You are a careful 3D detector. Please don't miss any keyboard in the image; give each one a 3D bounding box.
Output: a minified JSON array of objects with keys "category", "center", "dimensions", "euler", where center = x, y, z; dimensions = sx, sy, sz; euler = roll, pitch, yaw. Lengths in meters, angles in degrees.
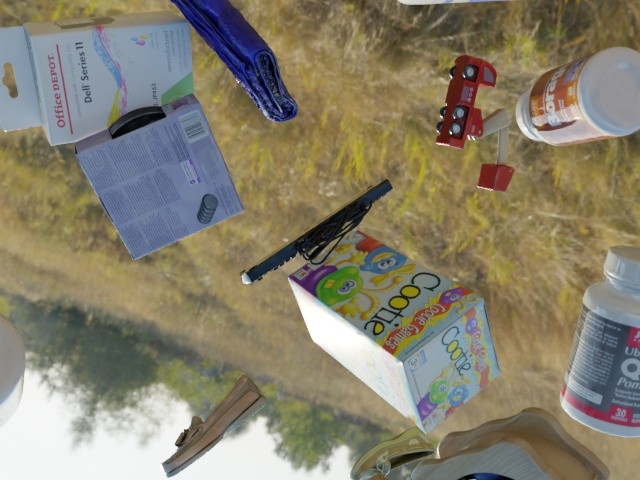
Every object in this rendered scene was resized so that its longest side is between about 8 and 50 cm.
[{"category":"keyboard","center":[0.000,0.000,0.766],"dimensions":[0.038,0.192,0.100],"euler":[56,173,-4]}]

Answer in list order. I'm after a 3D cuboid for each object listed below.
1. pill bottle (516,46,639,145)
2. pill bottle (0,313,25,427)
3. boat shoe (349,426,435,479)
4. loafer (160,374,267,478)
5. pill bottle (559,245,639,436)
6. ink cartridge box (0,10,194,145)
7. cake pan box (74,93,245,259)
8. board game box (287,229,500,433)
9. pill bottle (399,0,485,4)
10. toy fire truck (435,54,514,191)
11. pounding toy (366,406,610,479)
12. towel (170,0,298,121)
[{"category":"pill bottle","center":[0.381,-0.204,1.036],"dimensions":[0.121,0.121,0.216],"euler":[20,177,-12]},{"category":"pill bottle","center":[-0.385,0.152,0.760],"dimensions":[0.117,0.117,0.215],"euler":[20,152,-15]},{"category":"boat shoe","center":[0.116,0.352,1.123],"dimensions":[0.153,0.056,0.048],"euler":[-16,-133,-32]},{"category":"loafer","center":[-0.111,0.183,0.695],"dimensions":[0.039,0.125,0.045],"euler":[55,148,2]},{"category":"pill bottle","center":[0.558,0.178,1.279],"dimensions":[0.176,0.319,0.176],"euler":[6,-164,-2]},{"category":"ink cartridge box","center":[-0.424,-0.303,1.309],"dimensions":[0.353,0.207,0.119],"euler":[-14,-147,-23]},{"category":"cake pan box","center":[-0.306,-0.122,1.348],"dimensions":[0.070,0.245,0.267],"euler":[50,164,54]},{"category":"board game box","center":[0.097,0.118,1.001],"dimensions":[0.275,0.142,0.144],"euler":[31,148,51]},{"category":"pill bottle","center":[0.201,-0.294,0.623],"dimensions":[0.271,0.153,0.152],"euler":[-3,168,-5]},{"category":"toy fire truck","center":[0.253,-0.181,1.098],"dimensions":[0.135,0.192,0.047],"euler":[9,-172,-24]},{"category":"pounding toy","center":[0.169,0.306,0.765],"dimensions":[0.269,0.154,0.154],"euler":[-35,174,42]},{"category":"towel","center":[-0.170,-0.354,1.232],"dimensions":[0.308,0.076,0.228],"euler":[52,177,22]}]
